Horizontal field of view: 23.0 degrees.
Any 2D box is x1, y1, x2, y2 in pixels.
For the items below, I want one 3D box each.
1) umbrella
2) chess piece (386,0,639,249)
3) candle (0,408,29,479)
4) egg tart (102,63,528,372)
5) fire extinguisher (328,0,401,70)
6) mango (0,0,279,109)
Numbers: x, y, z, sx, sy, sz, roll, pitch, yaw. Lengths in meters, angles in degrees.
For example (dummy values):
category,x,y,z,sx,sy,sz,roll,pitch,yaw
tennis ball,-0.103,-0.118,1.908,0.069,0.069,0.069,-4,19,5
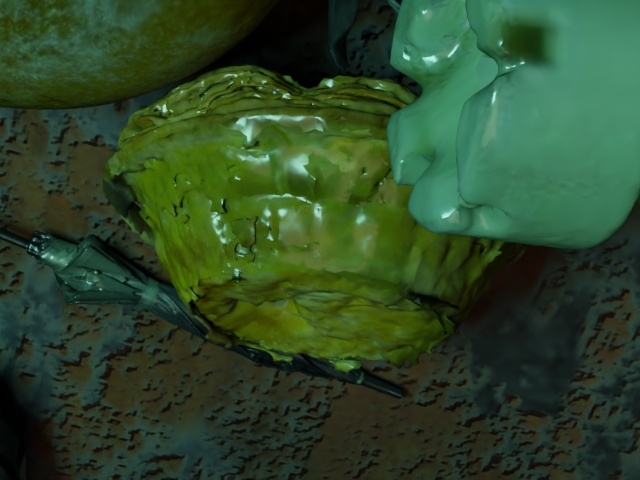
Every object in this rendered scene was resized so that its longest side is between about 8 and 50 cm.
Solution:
category,x,y,z,sx,sy,sz,roll,pitch,yaw
umbrella,-0.076,0.035,0.832,0.269,0.044,0.044,20,148,-8
chess piece,0.184,-0.050,0.625,0.299,0.194,0.194,4,123,-16
candle,-0.331,0.168,0.855,0.330,0.187,0.187,-5,120,11
egg tart,-0.001,0.001,0.732,0.213,0.090,0.212,8,157,3
fire extinguisher,0.111,-0.170,0.650,0.269,0.105,0.105,-26,115,19
mango,-0.135,-0.142,0.679,0.316,0.146,0.193,-18,118,32
